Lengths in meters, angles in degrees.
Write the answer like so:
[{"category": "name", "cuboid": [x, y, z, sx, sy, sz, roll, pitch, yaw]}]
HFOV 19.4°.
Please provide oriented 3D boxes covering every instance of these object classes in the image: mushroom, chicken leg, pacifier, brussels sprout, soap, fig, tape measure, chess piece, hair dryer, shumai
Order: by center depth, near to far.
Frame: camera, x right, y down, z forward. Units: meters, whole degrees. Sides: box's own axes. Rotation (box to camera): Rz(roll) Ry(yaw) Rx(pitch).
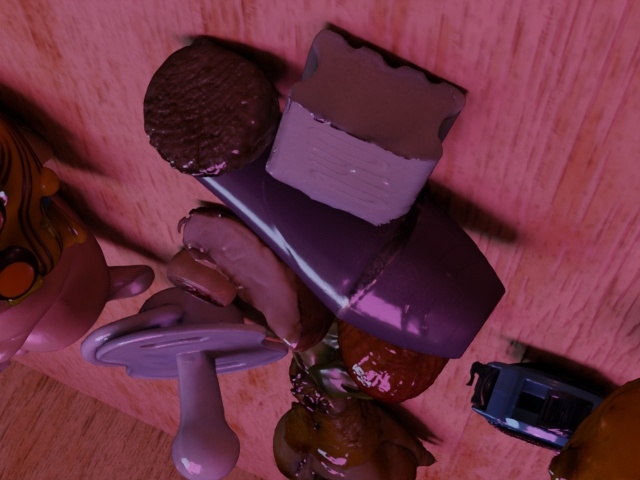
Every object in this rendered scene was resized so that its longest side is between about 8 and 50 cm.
[{"category": "soap", "cuboid": [0.028, -0.074, 1.335, 0.115, 0.063, 0.198, 25, 166, 1]}, {"category": "shumai", "cuboid": [-0.066, -0.091, 1.409, 0.124, 0.099, 0.087, 30, -170, 41]}, {"category": "hair dryer", "cuboid": [0.000, 0.000, 1.613, 0.301, 0.121, 0.361, 34, 172, 3]}, {"category": "fig", "cuboid": [0.090, 0.077, 1.739, 0.119, 0.153, 0.119, 43, -156, -25]}, {"category": "tape measure", "cuboid": [0.224, 0.165, 1.817, 0.146, 0.081, 0.125, 18, 174, 31]}, {"category": "mushroom", "cuboid": [-0.050, 0.033, 1.825, 0.094, 0.072, 0.210, 25, -167, -46]}, {"category": "brussels sprout", "cuboid": [0.043, 0.123, 1.977, 0.139, 0.100, 0.181, 12, 163, -27]}, {"category": "chess piece", "cuboid": [-0.131, 0.042, 2.098, 0.084, 0.038, 0.083, 23, 167, 6]}, {"category": "pacifier", "cuboid": [-0.157, 0.175, 2.205, 0.238, 0.225, 0.287, -11, 163, 5]}, {"category": "chicken leg", "cuboid": [0.030, 0.229, 2.319, 0.201, 0.152, 0.429, 10, 155, 13]}]

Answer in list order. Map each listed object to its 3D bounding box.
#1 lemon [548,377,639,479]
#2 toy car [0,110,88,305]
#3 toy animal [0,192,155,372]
[{"category": "lemon", "cuboid": [0.326, 0.227, 1.512, 0.284, 0.260, 0.260, 4, 162, 9]}, {"category": "toy car", "cuboid": [-0.331, -0.058, 1.869, 0.200, 0.142, 0.248, 40, 162, 39]}, {"category": "toy animal", "cuboid": [-0.339, 0.048, 2.123, 0.195, 0.213, 0.256, 23, 165, 19]}]
